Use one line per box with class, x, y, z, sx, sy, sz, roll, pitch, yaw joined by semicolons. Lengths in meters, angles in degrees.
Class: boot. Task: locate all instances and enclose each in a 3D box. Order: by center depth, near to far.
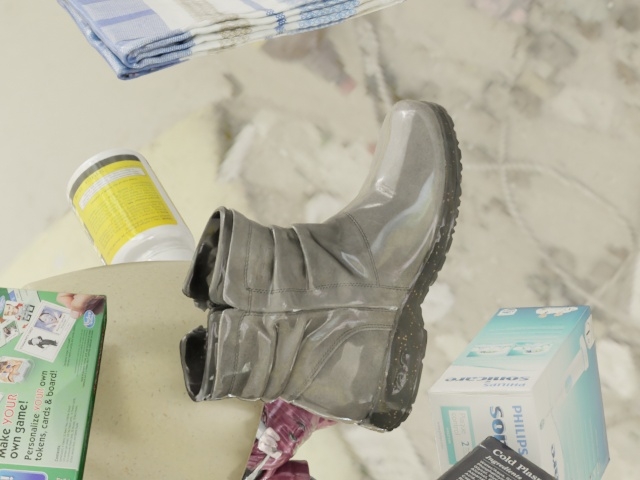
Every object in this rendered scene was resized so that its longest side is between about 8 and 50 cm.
boot;0.000;0.000;1.254;0.222;0.338;0.118;16;162;-20

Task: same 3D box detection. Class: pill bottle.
pill bottle;-0.233;-0.008;1.726;0.208;0.119;0.119;56;165;32

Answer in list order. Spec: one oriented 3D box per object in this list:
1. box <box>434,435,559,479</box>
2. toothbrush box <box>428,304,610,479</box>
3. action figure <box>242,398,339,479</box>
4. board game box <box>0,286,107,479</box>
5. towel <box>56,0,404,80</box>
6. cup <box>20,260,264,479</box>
box;0.110;0.422;1.335;0.179;0.312;0.343;32;124;24
toothbrush box;0.244;0.223;1.599;0.126;0.295;0.216;-4;105;24
action figure;-0.061;0.238;1.894;0.275;0.370;0.248;30;155;39
board game box;-0.313;0.177;1.187;0.213;0.317;0.046;5;141;-3
towel;-0.070;-0.220;1.154;0.209;0.285;0.034;-132;29;-52
cup;-0.227;0.159;1.452;0.236;0.331;0.331;17;162;-20
